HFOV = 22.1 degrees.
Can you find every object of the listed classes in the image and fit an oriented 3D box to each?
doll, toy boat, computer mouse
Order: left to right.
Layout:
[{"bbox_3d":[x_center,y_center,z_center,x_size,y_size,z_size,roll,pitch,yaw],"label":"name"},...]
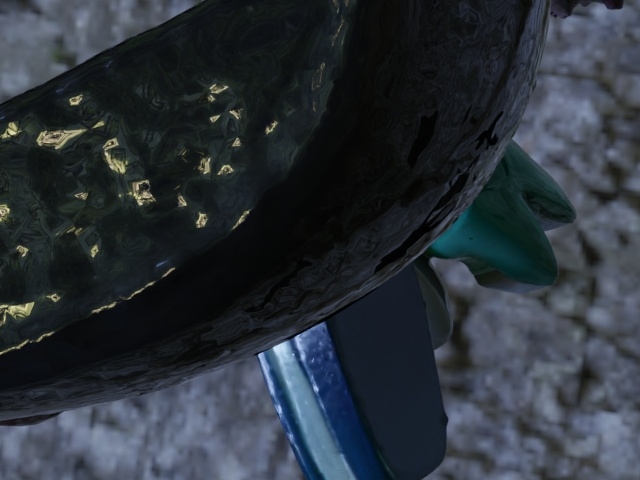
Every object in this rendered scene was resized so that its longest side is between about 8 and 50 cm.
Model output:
[{"bbox_3d":[-0.042,-0.010,0.494,0.269,0.100,0.170,-26,-178,10],"label":"computer mouse"},{"bbox_3d":[0.000,0.000,0.916,0.061,0.299,0.096,-10,-171,46],"label":"toy boat"},{"bbox_3d":[0.064,-0.057,1.171,0.195,0.258,0.153,-40,-167,-29],"label":"doll"}]

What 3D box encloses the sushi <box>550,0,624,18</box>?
[{"bbox_3d":[0.156,-0.196,0.775,0.161,0.107,0.241,-4,149,0],"label":"sushi"}]
